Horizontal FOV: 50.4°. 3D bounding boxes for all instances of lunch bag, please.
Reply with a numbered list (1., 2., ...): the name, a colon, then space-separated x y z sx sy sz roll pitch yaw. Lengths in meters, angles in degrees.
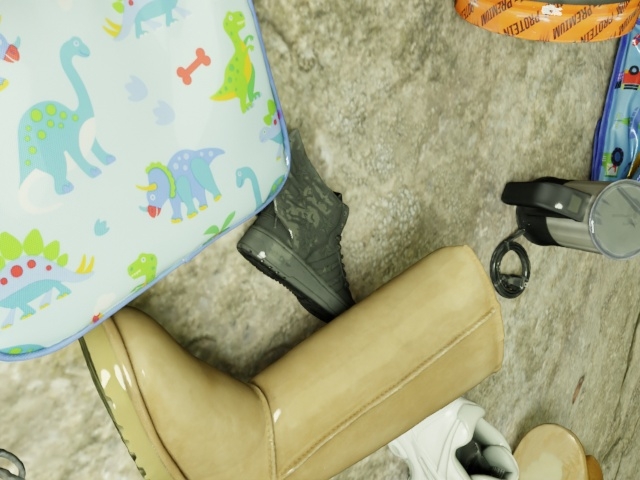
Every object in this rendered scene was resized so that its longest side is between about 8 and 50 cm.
1. lunch bag: -0.122 -0.063 0.349 0.219 0.090 0.176 -39 125 -35
2. lunch bag: 0.481 -0.131 0.969 0.221 0.138 0.293 11 99 -50

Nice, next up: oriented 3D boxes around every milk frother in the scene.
1. milk frother: 0.265 0.002 0.743 0.129 0.135 0.143 0 96 -16

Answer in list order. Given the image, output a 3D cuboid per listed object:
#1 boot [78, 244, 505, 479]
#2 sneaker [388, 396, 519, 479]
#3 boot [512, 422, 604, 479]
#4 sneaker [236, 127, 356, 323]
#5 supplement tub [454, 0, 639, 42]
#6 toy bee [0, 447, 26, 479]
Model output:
1. boot: -0.001 0.074 0.461 0.269 0.089 0.236 -30 133 -19
2. sneaker: 0.143 0.234 0.673 0.090 0.115 0.232 -49 129 -29
3. boot: 0.331 0.335 0.920 0.211 0.104 0.295 -23 119 -48
4. sneaker: -0.002 0.000 0.519 0.170 0.051 0.089 43 71 -39
5. supplement tub: 0.205 -0.344 0.524 0.207 0.207 0.338 -33 138 -38
6. toy bee: -0.231 0.084 0.186 0.298 0.162 0.195 18 123 -26
